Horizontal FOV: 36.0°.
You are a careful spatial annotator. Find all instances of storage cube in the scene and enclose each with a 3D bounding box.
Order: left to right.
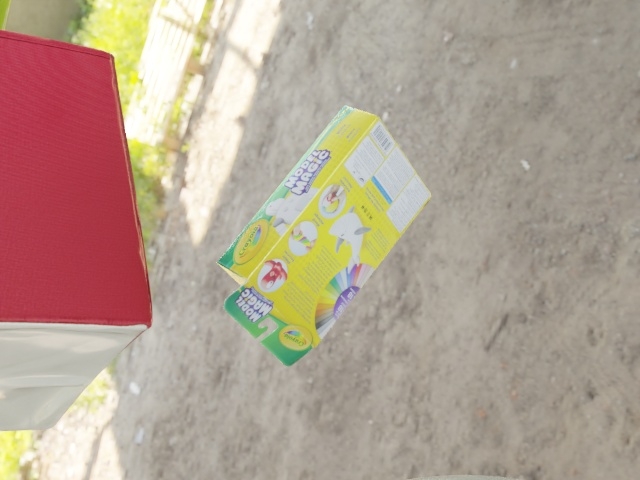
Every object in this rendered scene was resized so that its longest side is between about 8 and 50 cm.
[{"bbox_3d":[-0.229,-0.001,0.596,0.184,0.215,0.193,-42,52,45],"label":"storage cube"}]

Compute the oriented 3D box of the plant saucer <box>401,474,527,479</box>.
[{"bbox_3d":[0.113,0.289,0.737,0.400,0.400,0.100,-55,15,34],"label":"plant saucer"}]

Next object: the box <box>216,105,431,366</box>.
[{"bbox_3d":[0.000,0.000,0.742,0.043,0.105,0.179,25,72,44],"label":"box"}]

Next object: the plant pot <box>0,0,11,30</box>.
[{"bbox_3d":[-0.431,-0.163,0.881,0.228,0.207,0.227,32,108,48],"label":"plant pot"}]
